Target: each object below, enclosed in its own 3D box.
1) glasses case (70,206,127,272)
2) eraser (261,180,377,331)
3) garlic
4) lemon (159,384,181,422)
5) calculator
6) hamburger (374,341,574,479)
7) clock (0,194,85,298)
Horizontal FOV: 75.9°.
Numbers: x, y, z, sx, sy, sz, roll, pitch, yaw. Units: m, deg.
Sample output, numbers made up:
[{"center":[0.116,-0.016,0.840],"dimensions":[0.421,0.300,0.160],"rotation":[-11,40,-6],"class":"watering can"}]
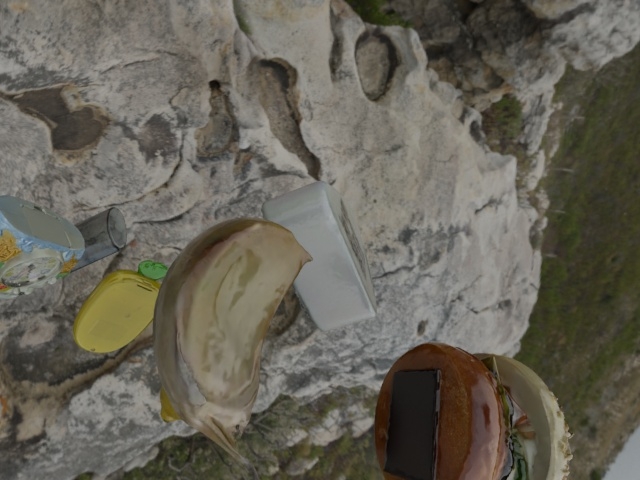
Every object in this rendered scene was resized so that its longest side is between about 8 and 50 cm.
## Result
[{"center":[-0.588,0.028,0.943],"dimensions":[0.299,0.114,0.060],"rotation":[-22,151,10],"class":"glasses case"},{"center":[0.000,0.000,0.912],"dimensions":[0.149,0.331,0.331],"rotation":[-20,125,16],"class":"eraser"},{"center":[-0.124,0.109,0.533],"dimensions":[0.196,0.151,0.339],"rotation":[17,54,-7],"class":"garlic"},{"center":[-0.296,0.366,1.042],"dimensions":[0.244,0.187,0.187],"rotation":[-30,121,-14],"class":"lemon"},{"center":[-0.408,0.138,0.855],"dimensions":[0.235,0.032,0.146],"rotation":[-51,135,2],"class":"calculator"},{"center":[0.240,0.313,0.671],"dimensions":[0.225,0.291,0.291],"rotation":[21,89,-20],"class":"hamburger"},{"center":[-0.420,0.016,0.534],"dimensions":[0.144,0.103,0.231],"rotation":[-34,161,-1],"class":"clock"}]
